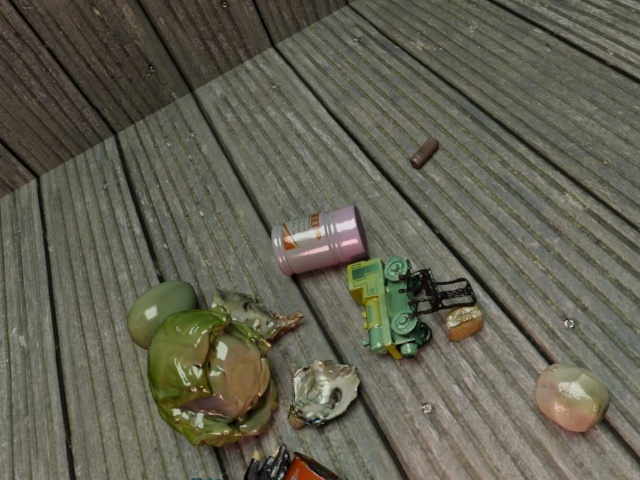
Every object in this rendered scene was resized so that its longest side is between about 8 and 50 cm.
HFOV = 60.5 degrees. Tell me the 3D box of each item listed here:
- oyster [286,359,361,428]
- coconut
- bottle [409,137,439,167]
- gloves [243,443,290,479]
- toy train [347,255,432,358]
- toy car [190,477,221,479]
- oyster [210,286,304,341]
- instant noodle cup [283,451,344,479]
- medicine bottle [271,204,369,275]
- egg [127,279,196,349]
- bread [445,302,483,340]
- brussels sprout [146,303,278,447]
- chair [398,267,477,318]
[{"bbox_3d":[0.013,0.474,1.695,0.223,0.083,0.214,0,57,16],"label":"oyster"},{"bbox_3d":[0.652,0.402,1.416,0.171,0.183,0.171,0,88,-9],"label":"coconut"},{"bbox_3d":[0.417,-0.352,2.205,0.053,0.053,0.140,30,70,37],"label":"bottle"},{"bbox_3d":[-0.144,0.681,1.599,0.129,0.106,0.180,3,26,22],"label":"gloves"},{"bbox_3d":[0.217,0.221,1.778,0.237,0.150,0.369,-19,48,19],"label":"toy train"},{"bbox_3d":[-0.342,0.764,1.541,0.255,0.188,0.190,-7,42,22],"label":"toy car"},{"bbox_3d":[-0.255,0.298,1.947,0.396,0.111,0.204,13,77,29],"label":"oyster"},{"bbox_3d":[-0.019,0.704,1.430,0.250,0.250,0.192,25,74,35],"label":"instant noodle cup"},{"bbox_3d":[0.000,0.000,1.997,0.316,0.202,0.202,-14,50,10],"label":"medicine bottle"},{"bbox_3d":[-0.569,0.265,2.006,0.218,0.218,0.295,10,50,28],"label":"egg"},{"bbox_3d":[0.438,0.244,1.689,0.125,0.106,0.082,-23,49,1],"label":"bread"},{"bbox_3d":[-0.362,0.418,1.725,0.361,0.425,0.342,-11,2,42],"label":"brussels sprout"},{"bbox_3d":[0.354,0.147,1.635,0.229,0.113,0.106,-13,56,-4],"label":"chair"}]
